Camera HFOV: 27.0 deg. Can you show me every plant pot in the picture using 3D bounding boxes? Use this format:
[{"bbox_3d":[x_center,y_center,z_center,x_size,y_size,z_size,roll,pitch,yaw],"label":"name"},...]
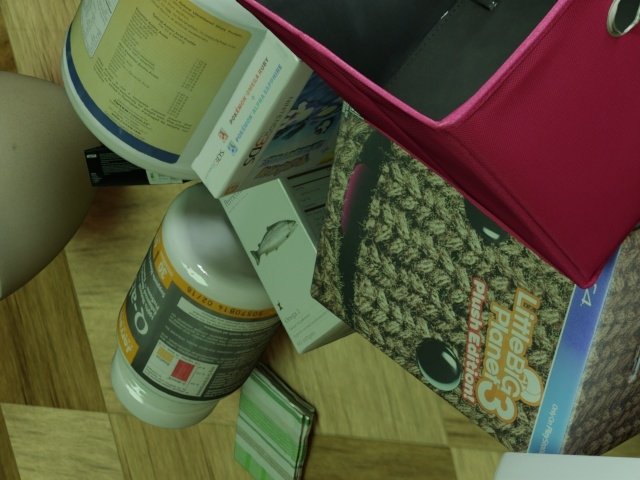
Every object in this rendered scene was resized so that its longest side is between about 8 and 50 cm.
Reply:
[{"bbox_3d":[-0.377,-0.094,1.619,0.284,0.191,0.284,43,150,32],"label":"plant pot"}]

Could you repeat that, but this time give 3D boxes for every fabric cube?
[{"bbox_3d":[0.125,-0.167,0.866,0.254,0.258,0.259,-50,53,1],"label":"fabric cube"}]

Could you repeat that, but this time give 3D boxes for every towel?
[{"bbox_3d":[-0.054,0.222,1.526,0.113,0.023,0.152,40,135,36],"label":"towel"}]

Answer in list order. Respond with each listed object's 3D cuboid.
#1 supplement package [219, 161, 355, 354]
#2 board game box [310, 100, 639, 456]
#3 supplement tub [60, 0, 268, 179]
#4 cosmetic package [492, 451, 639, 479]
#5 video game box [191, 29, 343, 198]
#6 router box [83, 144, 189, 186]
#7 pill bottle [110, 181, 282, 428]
[{"bbox_3d":[0.000,0.000,1.296,0.105,0.105,0.179,-42,71,50],"label":"supplement package"},{"bbox_3d":[0.150,0.007,1.090,0.291,0.141,0.232,35,130,37],"label":"board game box"},{"bbox_3d":[-0.085,-0.226,1.206,0.228,0.228,0.316,57,139,17],"label":"supplement tub"},{"bbox_3d":[0.251,0.278,0.973,0.224,0.138,0.224,-2,131,31],"label":"cosmetic package"},{"bbox_3d":[0.008,-0.129,1.153,0.048,0.205,0.187,57,140,16],"label":"video game box"},{"bbox_3d":[-0.147,-0.094,1.411,0.179,0.133,0.046,1,106,50],"label":"router box"},{"bbox_3d":[-0.128,0.077,1.437,0.162,0.162,0.278,53,138,21],"label":"pill bottle"}]
